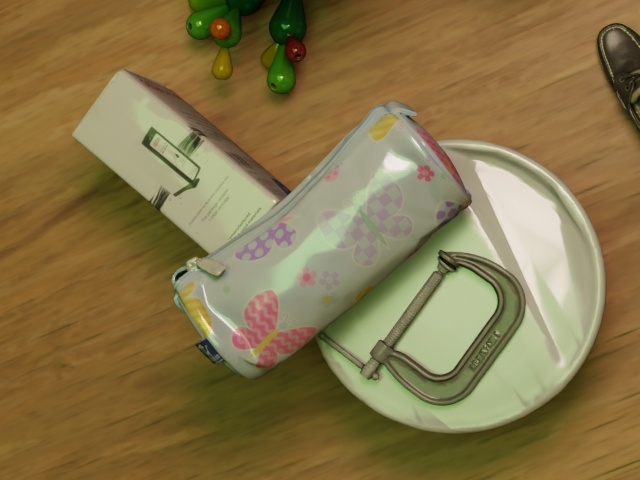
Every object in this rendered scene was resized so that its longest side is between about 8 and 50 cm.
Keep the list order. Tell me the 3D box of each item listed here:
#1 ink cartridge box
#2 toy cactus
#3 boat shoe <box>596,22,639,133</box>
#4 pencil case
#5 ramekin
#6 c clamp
[{"bbox_3d":[-0.121,-0.065,1.551,0.203,0.148,0.086,40,97,12],"label":"ink cartridge box"},{"bbox_3d":[-0.058,-0.260,1.584,0.180,0.112,0.219,-29,72,-1],"label":"toy cactus"},{"bbox_3d":[0.309,-0.142,1.516,0.056,0.049,0.152,-31,81,9],"label":"boat shoe"},{"bbox_3d":[0.000,0.000,1.409,0.273,0.113,0.124,-39,96,7],"label":"pencil case"},{"bbox_3d":[0.132,0.044,1.502,0.273,0.127,0.273,-1,86,12],"label":"ramekin"},{"bbox_3d":[0.098,0.072,1.430,0.137,0.022,0.161,42,96,12],"label":"c clamp"}]
